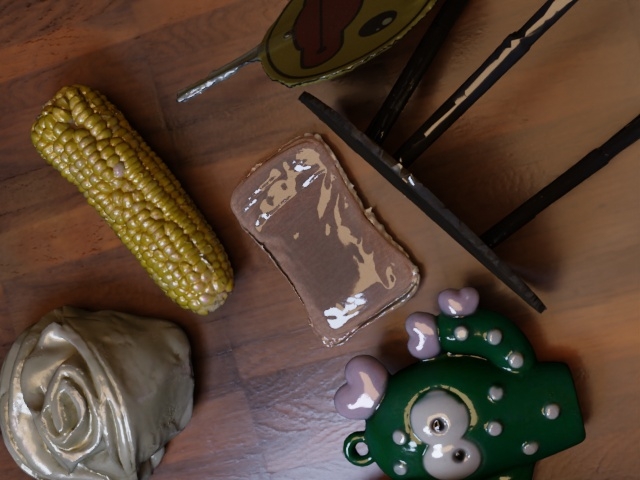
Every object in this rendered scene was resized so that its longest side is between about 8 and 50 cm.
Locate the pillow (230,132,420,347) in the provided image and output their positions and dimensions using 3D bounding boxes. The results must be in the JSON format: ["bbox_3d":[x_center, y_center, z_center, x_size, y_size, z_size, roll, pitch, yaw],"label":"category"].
[{"bbox_3d":[0.002,-0.002,1.339,0.135,0.034,0.211,-36,85,20],"label":"pillow"}]

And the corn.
[{"bbox_3d":[-0.197,-0.042,1.356,0.101,0.101,0.291,-40,84,16],"label":"corn"}]

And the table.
[{"bbox_3d":[0.156,-0.142,1.194,0.317,0.317,0.249,42,92,8],"label":"table"}]

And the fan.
[{"bbox_3d":[-0.004,-0.211,1.239,0.335,0.229,0.011,-26,125,19],"label":"fan"}]

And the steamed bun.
[{"bbox_3d":[-0.255,0.182,1.371,0.218,0.144,0.211,12,99,15],"label":"steamed bun"}]

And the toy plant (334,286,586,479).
[{"bbox_3d":[0.137,0.182,1.279,0.243,0.112,0.232,-39,96,12],"label":"toy plant"}]
